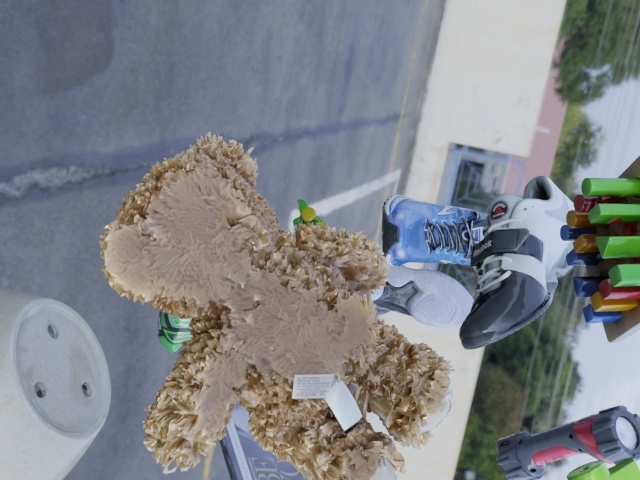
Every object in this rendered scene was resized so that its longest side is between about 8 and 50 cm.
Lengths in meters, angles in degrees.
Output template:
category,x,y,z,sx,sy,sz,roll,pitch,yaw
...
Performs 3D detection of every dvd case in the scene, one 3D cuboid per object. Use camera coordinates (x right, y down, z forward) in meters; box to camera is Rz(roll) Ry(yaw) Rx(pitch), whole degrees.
category,x,y,z,sx,sy,sz,roll,pitch,yaw
dvd case,-0.032,0.295,1.064,0.018,0.221,0.164,-62,-147,24

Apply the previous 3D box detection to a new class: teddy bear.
category,x,y,z,sx,sy,sz,roll,pitch,yaw
teddy bear,-0.030,0.080,0.613,0.113,0.338,0.245,-3,-120,64

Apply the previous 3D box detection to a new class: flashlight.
category,x,y,z,sx,sy,sz,roll,pitch,yaw
flashlight,0.477,0.405,1.492,0.304,0.103,0.103,-41,-155,47

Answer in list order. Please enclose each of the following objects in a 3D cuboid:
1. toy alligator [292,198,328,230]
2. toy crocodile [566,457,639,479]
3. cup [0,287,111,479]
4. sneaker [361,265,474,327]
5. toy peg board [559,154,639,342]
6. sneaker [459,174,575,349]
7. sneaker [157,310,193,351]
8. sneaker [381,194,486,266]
category,x,y,z,sx,sy,sz,roll,pitch,yaw
toy alligator,0.000,0.000,1.432,0.051,0.189,0.056,-37,155,-7
toy crocodile,0.388,0.445,1.220,0.341,0.115,0.105,-24,172,-26
cup,-0.391,0.184,0.898,0.331,0.237,0.331,57,20,-33
sneaker,0.167,0.106,1.504,0.153,0.269,0.101,73,36,-77
toy peg board,0.317,0.012,0.859,0.160,0.079,0.161,114,-27,-59
sneaker,0.259,0.020,1.068,0.122,0.146,0.330,-28,-171,47
sneaker,-0.141,0.166,1.412,0.134,0.344,0.146,26,-84,62
sneaker,0.222,-0.018,1.380,0.330,0.147,0.129,-4,93,-54
